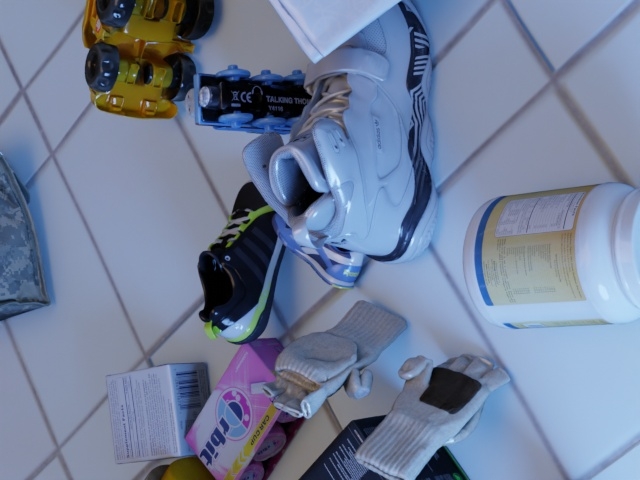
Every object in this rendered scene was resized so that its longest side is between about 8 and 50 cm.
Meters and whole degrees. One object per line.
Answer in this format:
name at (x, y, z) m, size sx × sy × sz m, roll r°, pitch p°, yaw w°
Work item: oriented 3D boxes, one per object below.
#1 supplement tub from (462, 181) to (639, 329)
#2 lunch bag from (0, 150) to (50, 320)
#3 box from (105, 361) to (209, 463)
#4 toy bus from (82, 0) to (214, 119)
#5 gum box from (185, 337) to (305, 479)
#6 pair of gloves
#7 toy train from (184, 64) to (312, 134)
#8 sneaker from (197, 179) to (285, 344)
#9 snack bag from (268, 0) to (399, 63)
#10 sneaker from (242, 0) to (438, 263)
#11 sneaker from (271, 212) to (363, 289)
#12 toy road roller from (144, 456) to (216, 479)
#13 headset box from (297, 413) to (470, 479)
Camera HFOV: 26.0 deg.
supplement tub at (0.263, 0.017, 1.428) m, size 0.200 × 0.144 × 0.144 m, roll -6°, pitch 85°, yaw 41°
lunch bag at (-0.564, -0.008, 2.154) m, size 0.235 × 0.169 × 0.287 m, roll -19°, pitch 82°, yaw 40°
box at (-0.220, 0.237, 1.906) m, size 0.137 × 0.072 × 0.126 m, roll -14°, pitch 81°, yaw 40°
toy bus at (-0.267, -0.299, 1.920) m, size 0.211 × 0.149 × 0.220 m, roll 35°, pitch 115°, yaw 51°
gum box at (-0.091, 0.231, 1.797) m, size 0.107 × 0.062 × 0.188 m, roll 47°, pitch 119°, yaw 32°
pair of gloves at (0.068, 0.158, 1.572) m, size 0.240 × 0.204 × 0.042 m, roll 29°, pitch 138°, yaw 34°
toy train at (-0.084, -0.169, 1.721) m, size 0.105 × 0.184 × 0.080 m, roll -8°, pitch 84°, yaw 52°
sneaker at (-0.104, 0.018, 1.757) m, size 0.084 × 0.097 × 0.234 m, roll -18°, pitch 57°, yaw 39°
snack bag at (0.027, -0.425, 1.572) m, size 0.323 × 0.037 × 0.342 m, roll -36°, pitch 79°, yaw 3°
sneaker at (0.023, -0.154, 1.601) m, size 0.137 × 0.210 × 0.365 m, roll -12°, pitch 81°, yaw 41°
sneaker at (0.000, 0.000, 1.728) m, size 0.144 × 0.053 × 0.059 m, roll 39°, pitch 116°, yaw 26°
toy road roller at (-0.193, 0.454, 1.765) m, size 0.329 × 0.241 × 0.202 m, roll 49°, pitch 120°, yaw 31°
headset box at (0.062, 0.383, 1.612) m, size 0.283 × 0.131 × 0.246 m, roll -52°, pitch 58°, yaw 28°
